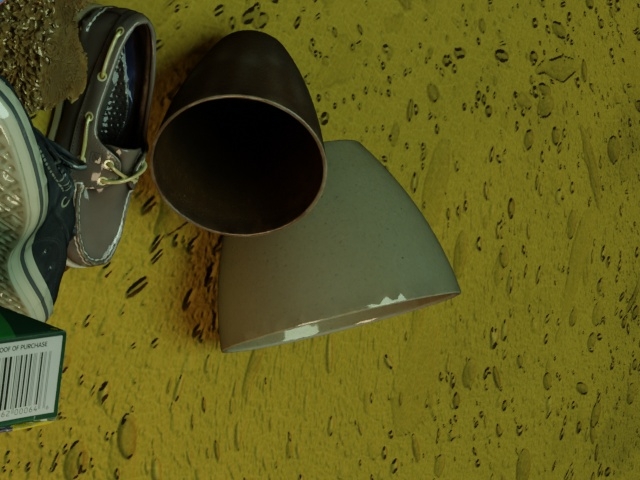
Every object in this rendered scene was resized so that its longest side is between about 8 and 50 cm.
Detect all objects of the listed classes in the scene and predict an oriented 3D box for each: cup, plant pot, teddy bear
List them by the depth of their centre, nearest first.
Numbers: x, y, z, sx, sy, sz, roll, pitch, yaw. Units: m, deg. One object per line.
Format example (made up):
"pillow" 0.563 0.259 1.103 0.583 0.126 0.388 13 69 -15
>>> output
"teddy bear" -0.309 -0.306 1.594 0.245 0.113 0.338 -51 149 -49
"plant pot" -0.096 -0.159 1.939 0.230 0.215 0.215 -87 160 -51
"cup" 0.000 0.000 2.067 0.331 0.331 0.237 -6 79 -50

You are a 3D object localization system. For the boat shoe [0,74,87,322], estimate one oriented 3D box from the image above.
"boat shoe" -0.345 -0.060 1.590 0.500 0.187 0.156 97 10 -64

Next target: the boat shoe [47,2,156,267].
"boat shoe" -0.259 -0.119 1.847 0.116 0.097 0.324 -2 101 -51

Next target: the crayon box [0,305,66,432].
"crayon box" -0.485 0.108 1.464 0.363 0.313 0.106 -5 107 -50

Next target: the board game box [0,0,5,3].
"board game box" -0.457 -0.160 1.399 0.308 0.302 0.086 -42 107 -26
